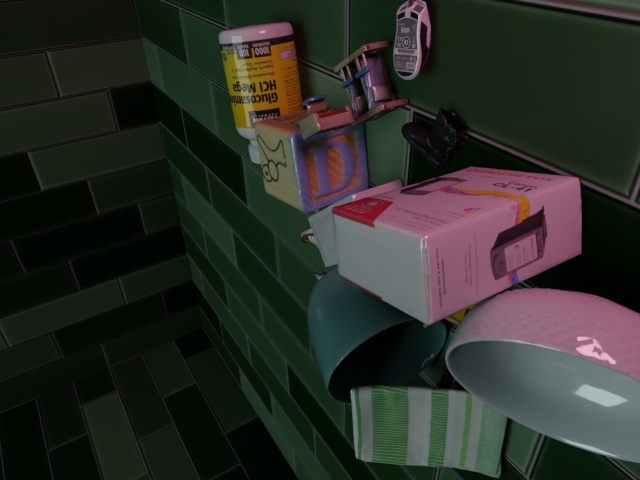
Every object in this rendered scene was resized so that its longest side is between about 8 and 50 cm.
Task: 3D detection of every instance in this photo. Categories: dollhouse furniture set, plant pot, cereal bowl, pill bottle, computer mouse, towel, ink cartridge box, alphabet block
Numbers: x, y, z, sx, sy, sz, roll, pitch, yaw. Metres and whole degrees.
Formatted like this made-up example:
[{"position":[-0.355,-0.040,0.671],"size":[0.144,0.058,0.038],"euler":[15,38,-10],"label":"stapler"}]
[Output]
[{"position":[0.052,-0.297,1.002],"size":[0.129,0.183,0.129],"euler":[-8,102,64],"label":"dollhouse furniture set"},{"position":[0.103,0.189,1.171],"size":[0.293,0.293,0.235],"euler":[96,153,-43],"label":"plant pot"},{"position":[0.359,0.172,0.722],"size":[0.339,0.141,0.339],"euler":[24,154,13],"label":"cereal bowl"},{"position":[-0.141,-0.379,1.314],"size":[0.188,0.188,0.334],"euler":[29,134,53],"label":"pill bottle"},{"position":[0.165,-0.383,0.887],"size":[0.106,0.042,0.193],"euler":[31,129,46],"label":"computer mouse"},{"position":[0.230,0.414,1.103],"size":[0.324,0.038,0.248],"euler":[2,121,14],"label":"towel"},{"position":[0.204,-0.013,0.775],"size":[0.226,0.306,0.131],"euler":[22,127,57],"label":"ink cartridge box"},{"position":[-0.022,-0.199,1.209],"size":[0.197,0.193,0.192],"euler":[32,134,52],"label":"alphabet block"}]

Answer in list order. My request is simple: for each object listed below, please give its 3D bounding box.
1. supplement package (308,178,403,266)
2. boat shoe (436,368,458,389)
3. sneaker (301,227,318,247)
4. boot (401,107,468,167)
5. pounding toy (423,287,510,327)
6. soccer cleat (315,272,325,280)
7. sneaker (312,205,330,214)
[{"position":[0.094,-0.033,1.172],"size":[0.244,0.133,0.139],"euler":[-21,89,64],"label":"supplement package"},{"position":[0.292,0.307,1.136],"size":[0.042,0.049,0.133],"euler":[45,150,27],"label":"boat shoe"},{"position":[0.000,0.000,1.455],"size":[0.185,0.069,0.084],"euler":[-29,77,65],"label":"sneaker"},{"position":[0.209,-0.201,0.929],"size":[0.121,0.045,0.099],"euler":[51,152,19],"label":"boot"},{"position":[0.275,0.117,0.969],"size":[0.141,0.100,0.130],"euler":[23,129,56],"label":"pounding toy"},{"position":[0.015,0.116,1.562],"size":[0.083,0.029,0.036],"euler":[35,130,45],"label":"soccer cleat"},{"position":[-0.030,-0.141,1.438],"size":[0.188,0.066,0.071],"euler":[40,126,37],"label":"sneaker"}]
